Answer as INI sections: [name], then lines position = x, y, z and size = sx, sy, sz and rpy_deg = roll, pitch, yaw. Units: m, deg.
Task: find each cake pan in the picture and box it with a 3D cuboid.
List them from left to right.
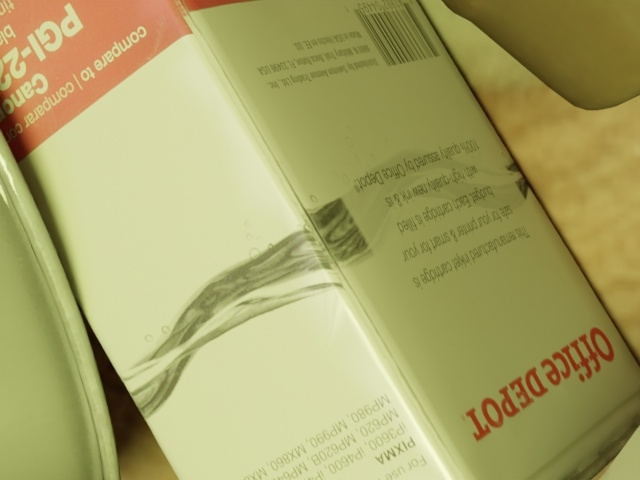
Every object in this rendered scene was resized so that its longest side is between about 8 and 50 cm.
[cake pan]
position = -0.168, -0.010, 0.670
size = 0.293, 0.054, 0.293
rpy_deg = 47, 154, 32

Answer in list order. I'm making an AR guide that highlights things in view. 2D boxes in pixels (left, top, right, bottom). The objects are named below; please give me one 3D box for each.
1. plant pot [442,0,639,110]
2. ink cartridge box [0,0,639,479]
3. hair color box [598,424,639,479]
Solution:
[plant pot]
position = 0.195, -0.094, 0.467
size = 0.229, 0.263, 0.263
rpy_deg = 38, 117, -4
[ink cartridge box]
position = 0.000, 0.000, 0.617
size = 0.092, 0.158, 0.218
rpy_deg = -35, 83, 28
[hair color box]
position = 0.238, 0.142, 0.501
size = 0.347, 0.174, 0.105
rpy_deg = 21, 128, 24
